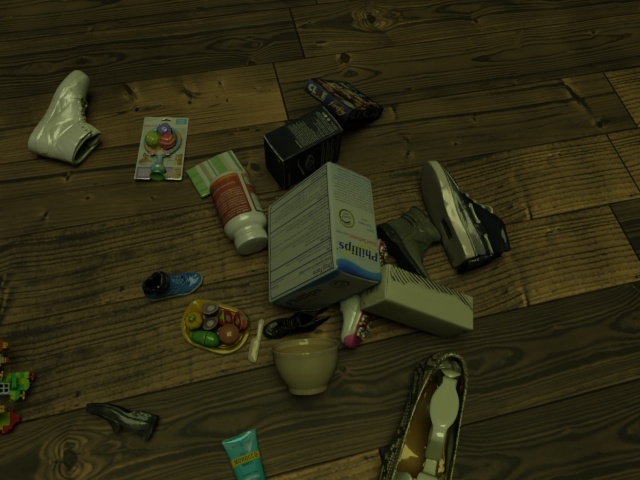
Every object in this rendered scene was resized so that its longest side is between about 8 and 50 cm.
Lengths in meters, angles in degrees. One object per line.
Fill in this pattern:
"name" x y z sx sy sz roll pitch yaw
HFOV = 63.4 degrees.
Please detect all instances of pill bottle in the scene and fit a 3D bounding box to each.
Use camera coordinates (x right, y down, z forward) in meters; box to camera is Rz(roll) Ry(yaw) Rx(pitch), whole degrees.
"pill bottle" -0.219 -0.076 1.420 0.121 0.121 0.216 -18 66 -12

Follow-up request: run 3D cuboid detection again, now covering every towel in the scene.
"towel" -0.306 -0.196 1.532 0.152 0.023 0.113 -28 67 -14

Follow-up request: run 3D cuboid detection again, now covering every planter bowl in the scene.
"planter bowl" -0.033 0.304 1.240 0.162 0.162 0.109 -4 92 -6

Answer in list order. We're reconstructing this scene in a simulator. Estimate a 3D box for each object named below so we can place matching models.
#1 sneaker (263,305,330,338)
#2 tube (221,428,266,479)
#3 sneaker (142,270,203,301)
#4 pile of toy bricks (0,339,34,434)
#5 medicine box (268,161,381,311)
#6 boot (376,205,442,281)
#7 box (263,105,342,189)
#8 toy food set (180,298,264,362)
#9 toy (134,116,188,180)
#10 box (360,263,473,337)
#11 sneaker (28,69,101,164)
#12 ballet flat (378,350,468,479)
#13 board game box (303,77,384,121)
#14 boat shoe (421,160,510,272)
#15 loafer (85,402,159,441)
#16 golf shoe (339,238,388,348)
"sneaker" -0.062 0.206 1.309 0.170 0.089 0.051 -7 65 -8
"tube" -0.155 0.539 1.167 0.080 0.052 0.207 -13 59 -20
"sneaker" -0.383 0.109 1.338 0.152 0.084 0.058 -14 66 -11
"pile of toy bricks" -0.727 0.331 1.206 0.105 0.118 0.212 7 48 -36
"medicine box" 0.000 0.000 1.303 0.149 0.263 0.289 16 58 -36
"boot" 0.280 0.019 1.434 0.161 0.083 0.246 -25 69 -21
"box" -0.052 -0.268 1.508 0.207 0.153 0.108 -30 69 -18
"toy food set" -0.249 0.214 1.302 0.218 0.071 0.128 16 64 4
"toy" -0.475 -0.290 1.544 0.137 0.056 0.237 1 64 -5
"box" 0.242 0.155 1.284 0.275 0.113 0.094 22 60 -25
"sneaker" -0.715 -0.359 1.542 0.169 0.108 0.292 19 74 3
"ballet flat" 0.235 0.466 1.150 0.164 0.182 0.483 18 64 4
"board game box" 0.077 -0.429 1.578 0.165 0.042 0.243 40 29 14
"boat shoe" 0.411 -0.080 1.476 0.158 0.127 0.340 -11 73 -16
"loafer" -0.465 0.416 1.196 0.170 0.062 0.061 12 68 4
"golf shoe" 0.084 0.132 1.359 0.140 0.115 0.306 8 61 19
